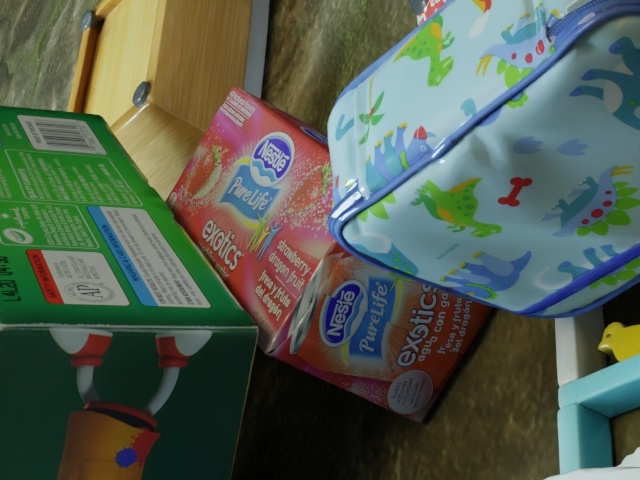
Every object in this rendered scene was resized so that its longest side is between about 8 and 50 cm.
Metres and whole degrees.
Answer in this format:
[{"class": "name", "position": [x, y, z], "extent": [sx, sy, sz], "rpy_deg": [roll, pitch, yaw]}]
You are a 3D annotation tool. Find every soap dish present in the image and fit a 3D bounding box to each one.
[{"class": "soap dish", "position": [-0.159, -0.160, 1.255], "extent": [0.229, 0.118, 0.291], "rpy_deg": [-34, 42, 41]}]

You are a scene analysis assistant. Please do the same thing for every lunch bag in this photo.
[{"class": "lunch bag", "position": [0.123, -0.049, 0.595], "extent": [0.219, 0.176, 0.090], "rpy_deg": [-36, 44, 42]}]

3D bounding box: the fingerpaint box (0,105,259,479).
[{"class": "fingerpaint box", "position": [-0.217, 0.136, 0.941], "extent": [0.445, 0.163, 0.371], "rpy_deg": [-133, 50, -59]}]

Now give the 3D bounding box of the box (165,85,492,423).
[{"class": "box", "position": [0.000, 0.000, 0.861], "extent": [0.122, 0.128, 0.257], "rpy_deg": [-60, 29, 7]}]

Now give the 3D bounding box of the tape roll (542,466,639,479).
[{"class": "tape roll", "position": [0.129, 0.231, 0.460], "extent": [0.286, 0.100, 0.286], "rpy_deg": [-28, 54, 46]}]

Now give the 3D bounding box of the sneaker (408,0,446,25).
[{"class": "sneaker", "position": [0.140, -0.111, 0.693], "extent": [0.090, 0.145, 0.270], "rpy_deg": [-32, 13, -13]}]

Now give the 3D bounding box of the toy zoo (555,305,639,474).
[{"class": "toy zoo", "position": [0.193, 0.054, 0.607], "extent": [0.192, 0.030, 0.293], "rpy_deg": [-32, 42, 42]}]
